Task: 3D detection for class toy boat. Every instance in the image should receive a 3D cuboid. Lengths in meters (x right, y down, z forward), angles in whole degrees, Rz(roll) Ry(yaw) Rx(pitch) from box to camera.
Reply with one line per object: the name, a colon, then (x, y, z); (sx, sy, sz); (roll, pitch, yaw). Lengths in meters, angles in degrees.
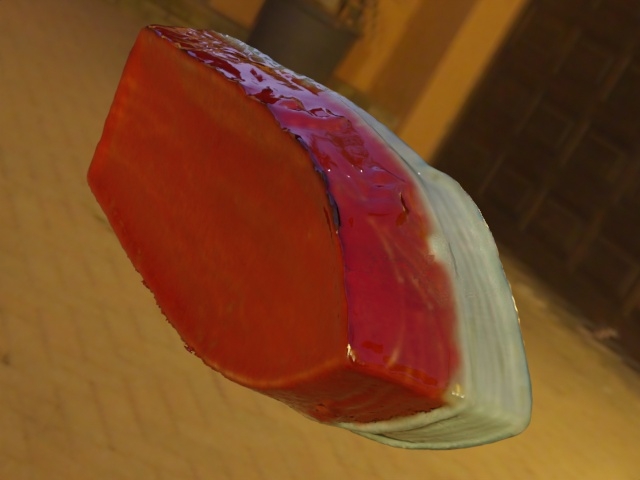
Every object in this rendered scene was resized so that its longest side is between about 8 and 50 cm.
toy boat: (0.000, 0.000, 0.747); (0.133, 0.145, 0.332); (12, 19, -33)
